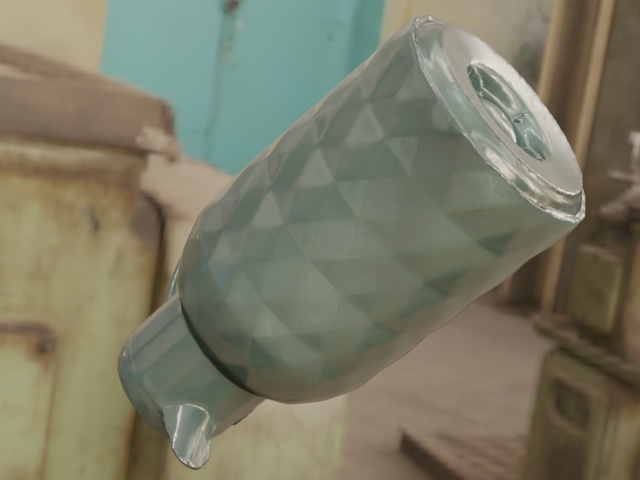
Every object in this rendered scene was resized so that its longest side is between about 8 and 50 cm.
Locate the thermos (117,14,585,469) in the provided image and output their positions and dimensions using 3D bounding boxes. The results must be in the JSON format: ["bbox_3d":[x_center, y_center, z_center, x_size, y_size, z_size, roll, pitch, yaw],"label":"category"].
[{"bbox_3d":[0.000,0.000,0.960,0.145,0.286,0.182,36,29,-32],"label":"thermos"}]
